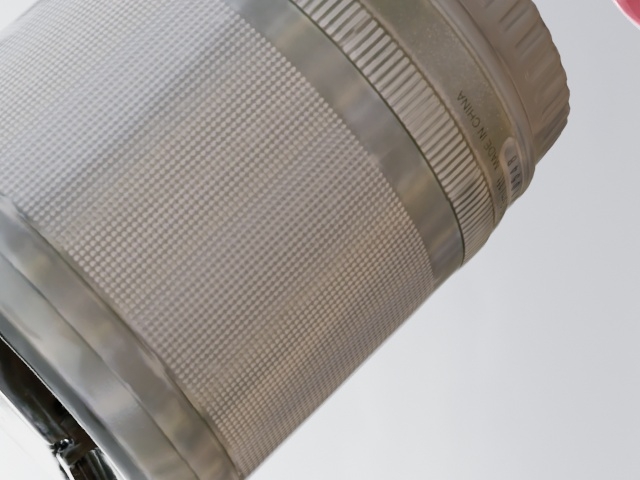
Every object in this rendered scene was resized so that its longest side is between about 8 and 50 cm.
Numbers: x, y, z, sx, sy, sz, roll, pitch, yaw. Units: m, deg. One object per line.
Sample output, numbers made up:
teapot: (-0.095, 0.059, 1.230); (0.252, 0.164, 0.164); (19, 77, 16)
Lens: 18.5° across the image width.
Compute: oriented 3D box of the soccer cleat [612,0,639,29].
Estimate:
soccer cleat: (0.181, -0.215, 1.221); (0.248, 0.083, 0.095); (52, -165, 13)

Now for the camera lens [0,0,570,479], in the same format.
camera lens: (-0.051, -0.027, 0.881); (0.274, 0.219, 0.219); (-44, -30, -15)
